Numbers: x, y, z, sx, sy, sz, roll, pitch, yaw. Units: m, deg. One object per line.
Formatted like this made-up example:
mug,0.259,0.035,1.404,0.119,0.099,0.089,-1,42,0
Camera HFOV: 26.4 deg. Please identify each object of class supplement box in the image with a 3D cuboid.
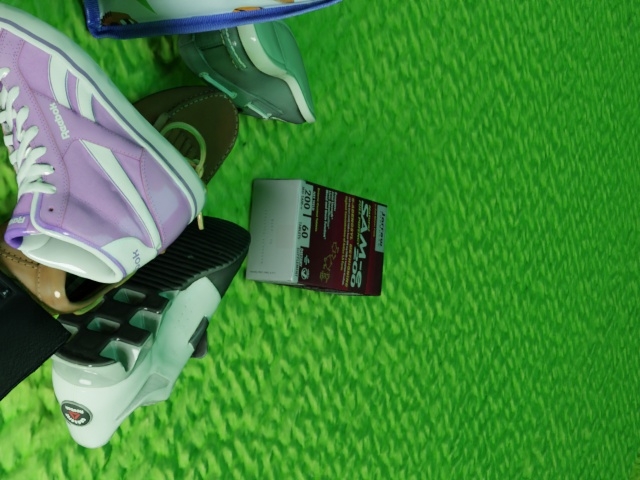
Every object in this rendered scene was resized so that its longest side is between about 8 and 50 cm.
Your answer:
supplement box,0.000,0.000,1.763,0.239,0.073,0.130,12,81,-60

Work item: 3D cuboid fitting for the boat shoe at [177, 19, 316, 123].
boat shoe,-0.079,-0.200,1.596,0.319,0.099,0.116,34,40,-75

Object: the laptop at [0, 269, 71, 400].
laptop,-0.345,0.019,1.099,0.264,0.136,0.234,41,42,3

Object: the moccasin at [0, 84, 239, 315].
moccasin,-0.183,-0.048,1.369,0.380,0.147,0.139,-43,128,-51

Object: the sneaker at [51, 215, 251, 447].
sneaker,-0.181,0.090,1.440,0.330,0.122,0.146,-47,149,-50

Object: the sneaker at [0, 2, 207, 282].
sneaker,-0.248,-0.082,1.202,0.282,0.102,0.161,42,57,3

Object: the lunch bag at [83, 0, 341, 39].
lunch bag,-0.030,-0.372,1.376,0.328,0.385,0.239,-52,135,-44
